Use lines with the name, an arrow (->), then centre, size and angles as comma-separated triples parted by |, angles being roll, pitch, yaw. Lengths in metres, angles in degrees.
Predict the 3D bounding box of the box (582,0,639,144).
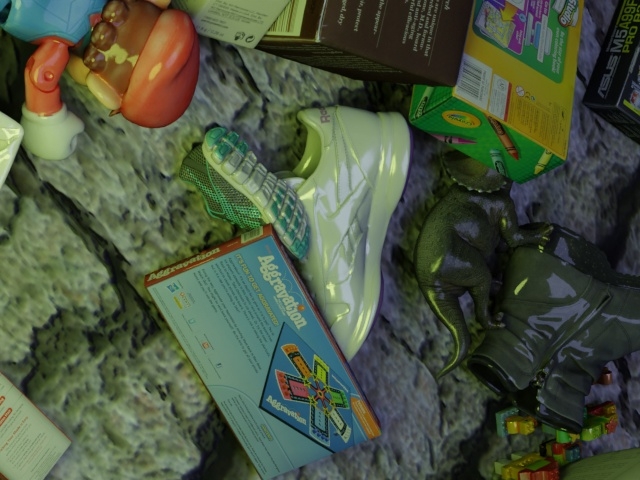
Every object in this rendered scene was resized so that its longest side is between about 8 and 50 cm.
box -> 0.475, -0.220, 2.170 | 0.270, 0.060, 0.216 | 27, 80, -40

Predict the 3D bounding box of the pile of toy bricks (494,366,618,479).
pile of toy bricks -> 0.321, 0.230, 2.082 | 0.212, 0.105, 0.118 | -19, 109, -37

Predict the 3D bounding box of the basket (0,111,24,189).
basket -> -0.365, -0.089, 1.441 | 0.167, 0.103, 0.113 | 32, 76, -40

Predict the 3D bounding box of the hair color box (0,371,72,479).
hair color box -> -0.308, 0.174, 1.573 | 0.072, 0.043, 0.141 | -53, 127, -21

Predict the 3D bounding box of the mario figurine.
mario figurine -> -0.255, -0.208, 1.532 | 0.320, 0.170, 0.198 | 35, 111, -28

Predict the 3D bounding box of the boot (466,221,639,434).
boot -> 0.341, 0.142, 2.040 | 0.338, 0.118, 0.222 | 26, 72, -16

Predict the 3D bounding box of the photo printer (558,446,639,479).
photo printer -> 0.319, 0.346, 2.008 | 0.307, 0.256, 0.107 | -25, 92, -36

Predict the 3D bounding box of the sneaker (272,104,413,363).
sneaker -> 0.000, 0.000, 1.789 | 0.152, 0.114, 0.305 | 10, 93, -18

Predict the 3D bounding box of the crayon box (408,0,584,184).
crayon box -> 0.201, -0.223, 1.839 | 0.165, 0.081, 0.278 | 27, 58, -27

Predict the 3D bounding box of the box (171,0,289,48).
box -> -0.042, -0.323, 1.580 | 0.094, 0.113, 0.275 | 12, 130, -42

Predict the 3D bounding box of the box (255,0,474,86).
box -> 0.032, -0.263, 1.709 | 0.203, 0.168, 0.167 | 12, 89, -42

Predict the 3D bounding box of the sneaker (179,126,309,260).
sneaker -> -0.079, -0.040, 1.703 | 0.166, 0.076, 0.065 | 50, 36, -16

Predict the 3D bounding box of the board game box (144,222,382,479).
board game box -> -0.056, 0.122, 1.735 | 0.145, 0.027, 0.281 | -22, 120, 10

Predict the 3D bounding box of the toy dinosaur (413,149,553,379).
toy dinosaur -> 0.167, 0.005, 1.928 | 0.160, 0.121, 0.313 | 34, 80, -26
